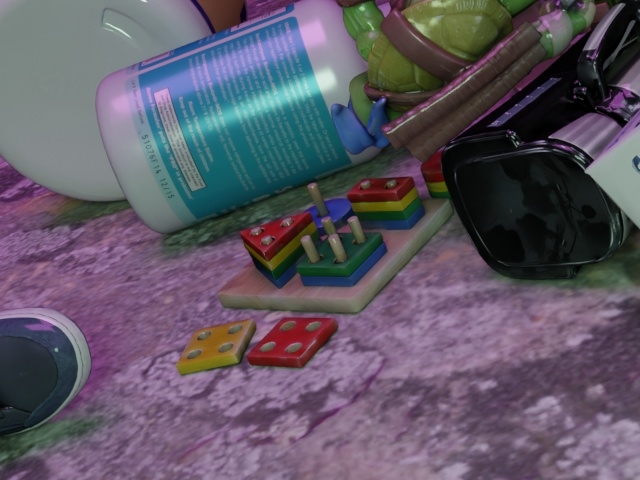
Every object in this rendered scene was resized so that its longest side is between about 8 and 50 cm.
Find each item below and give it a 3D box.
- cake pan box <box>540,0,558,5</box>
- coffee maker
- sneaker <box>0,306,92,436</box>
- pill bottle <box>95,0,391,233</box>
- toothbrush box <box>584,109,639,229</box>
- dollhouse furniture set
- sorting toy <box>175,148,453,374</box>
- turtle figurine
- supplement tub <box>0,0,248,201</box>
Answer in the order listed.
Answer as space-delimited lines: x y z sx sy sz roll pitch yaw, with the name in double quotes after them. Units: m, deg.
0.230 -0.288 1.280 0.246 0.070 0.267 -27 19 -5 "cake pan box"
0.168 -0.056 0.828 0.178 0.120 0.171 -38 -3 -33 "coffee maker"
-0.264 0.126 0.806 0.226 0.086 0.163 -23 11 23 "sneaker"
-0.043 -0.113 1.064 0.264 0.146 0.146 -19 24 7 "pill bottle"
0.306 -0.110 0.625 0.216 0.126 0.295 -43 -1 -37 "toothbrush box"
0.198 -0.186 1.111 0.152 0.076 0.058 -30 12 -22 "dollhouse furniture set"
0.000 0.000 0.912 0.132 0.046 0.274 0 32 42 "sorting toy"
0.105 -0.206 0.882 0.275 0.198 0.266 -43 -1 -41 "turtle figurine"
-0.201 -0.206 1.286 0.241 0.241 0.331 -17 24 12 "supplement tub"
